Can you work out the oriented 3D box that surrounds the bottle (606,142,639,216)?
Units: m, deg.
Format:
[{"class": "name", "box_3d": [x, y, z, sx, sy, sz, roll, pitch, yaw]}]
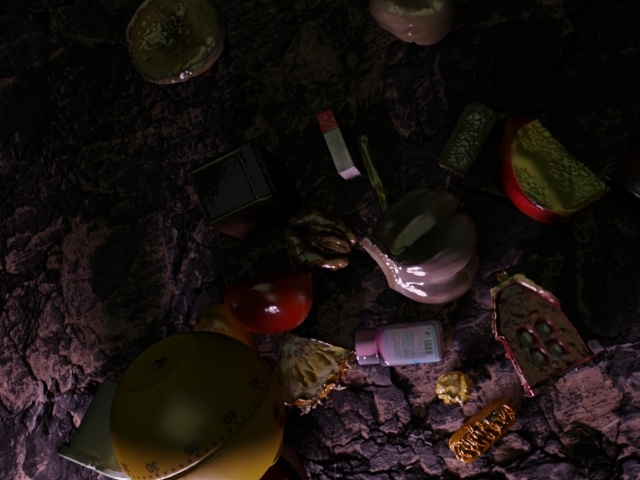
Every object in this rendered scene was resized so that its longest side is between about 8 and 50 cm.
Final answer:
[{"class": "bottle", "box_3d": [0.758, -0.204, 1.534, 0.144, 0.144, 0.336, 42, 94, 15]}]

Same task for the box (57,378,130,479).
[{"class": "box", "box_3d": [-0.425, 0.423, 1.677, 0.175, 0.312, 0.182, 18, 80, 15]}]

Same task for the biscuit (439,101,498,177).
[{"class": "biscuit", "box_3d": [0.333, -0.231, 1.683, 0.082, 0.070, 0.168, 30, 89, 7]}]

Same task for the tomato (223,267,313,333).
[{"class": "tomato", "box_3d": [-0.108, 0.141, 1.671, 0.201, 0.233, 0.139, -12, 94, 8]}]

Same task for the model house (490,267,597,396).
[{"class": "model house", "box_3d": [0.439, 0.177, 1.545, 0.160, 0.196, 0.253, -27, 77, 9]}]

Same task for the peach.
[{"class": "peach", "box_3d": [0.465, -0.142, 1.591, 0.154, 0.159, 0.267, -41, 78, -5]}]

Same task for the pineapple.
[{"class": "pineapple", "box_3d": [-0.031, 0.291, 1.703, 0.236, 0.114, 0.186, -33, 77, -2]}]

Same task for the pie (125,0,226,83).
[{"class": "pie", "box_3d": [-0.373, -0.523, 1.896, 0.274, 0.055, 0.274, -2, 83, 13]}]

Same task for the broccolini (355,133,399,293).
[{"class": "broccolini", "box_3d": [0.139, -0.064, 1.705, 0.079, 0.074, 0.392, -19, 81, 4]}]

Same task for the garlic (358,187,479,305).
[{"class": "garlic", "box_3d": [0.237, 0.010, 1.619, 0.292, 0.210, 0.237, -25, 54, -14]}]

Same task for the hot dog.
[{"class": "hot dog", "box_3d": [0.353, 0.414, 1.609, 0.188, 0.055, 0.072, -44, 77, 5]}]

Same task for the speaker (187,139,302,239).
[{"class": "speaker", "box_3d": [-0.171, -0.111, 1.707, 0.193, 0.231, 0.153, -24, 79, 10]}]

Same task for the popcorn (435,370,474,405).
[{"class": "popcorn", "box_3d": [0.298, 0.327, 1.633, 0.082, 0.057, 0.083, -31, 74, 2]}]

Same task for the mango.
[{"class": "mango", "box_3d": [-0.220, 0.238, 1.750, 0.137, 0.098, 0.195, -44, 81, 2]}]

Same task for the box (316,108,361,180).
[{"class": "box", "box_3d": [0.044, -0.222, 1.735, 0.048, 0.100, 0.152, -20, 79, 8]}]

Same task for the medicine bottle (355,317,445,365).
[{"class": "medicine bottle", "box_3d": [0.176, 0.227, 1.640, 0.188, 0.119, 0.094, -7, 86, 12]}]

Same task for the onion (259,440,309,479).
[{"class": "onion", "box_3d": [-0.160, 0.574, 1.663, 0.272, 0.195, 0.272, 8, 57, -12]}]

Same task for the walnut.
[{"class": "walnut", "box_3d": [0.000, 0.000, 1.737, 0.170, 0.069, 0.142, 23, 88, 14]}]

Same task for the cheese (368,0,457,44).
[{"class": "cheese", "box_3d": [0.218, -0.571, 1.726, 0.218, 0.117, 0.235, -23, 75, 12]}]

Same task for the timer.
[{"class": "timer", "box_3d": [-0.221, 0.381, 1.464, 0.376, 0.376, 0.386, -28, 112, 9]}]
